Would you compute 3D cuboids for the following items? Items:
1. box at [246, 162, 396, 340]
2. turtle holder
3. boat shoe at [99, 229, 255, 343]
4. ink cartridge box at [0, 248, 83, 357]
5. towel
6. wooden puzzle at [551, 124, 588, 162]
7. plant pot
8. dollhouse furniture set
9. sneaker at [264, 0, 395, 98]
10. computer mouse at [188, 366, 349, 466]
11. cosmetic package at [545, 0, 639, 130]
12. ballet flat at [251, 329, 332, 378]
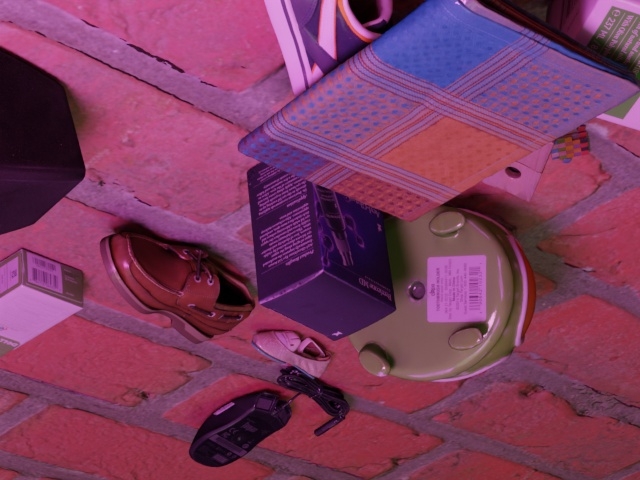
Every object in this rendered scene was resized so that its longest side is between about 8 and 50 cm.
[{"bbox_3d":[0.000,0.000,2.123,0.108,0.207,0.153,-28,144,30],"label":"box"},{"bbox_3d":[0.147,0.091,2.285,0.320,0.243,0.227,-36,157,24],"label":"turtle holder"},{"bbox_3d":[-0.190,0.047,2.270,0.104,0.110,0.307,-22,156,15],"label":"boat shoe"},{"bbox_3d":[-0.437,0.094,2.316,0.209,0.062,0.109,-30,143,32],"label":"ink cartridge box"},{"bbox_3d":[0.123,-0.142,1.823,0.271,0.040,0.370,22,144,-34],"label":"towel"},{"bbox_3d":[0.326,-0.124,2.191,0.049,0.006,0.083,-12,149,6],"label":"wooden puzzle"},{"bbox_3d":[-0.380,-0.105,1.904,0.167,0.188,0.187,4,149,-44],"label":"plant pot"},{"bbox_3d":[0.203,-0.163,2.022,0.184,0.129,0.129,23,147,6],"label":"dollhouse furniture set"},{"bbox_3d":[0.025,-0.218,1.849,0.128,0.126,0.321,-7,148,9],"label":"sneaker"},{"bbox_3d":[-0.082,0.292,2.739,0.262,0.060,0.184,-39,134,23],"label":"computer mouse"},{"bbox_3d":[0.447,-0.213,1.849,0.366,0.155,0.197,16,144,-6],"label":"cosmetic package"},{"bbox_3d":[-0.042,0.163,2.549,0.052,0.057,0.168,-48,142,9],"label":"ballet flat"}]
